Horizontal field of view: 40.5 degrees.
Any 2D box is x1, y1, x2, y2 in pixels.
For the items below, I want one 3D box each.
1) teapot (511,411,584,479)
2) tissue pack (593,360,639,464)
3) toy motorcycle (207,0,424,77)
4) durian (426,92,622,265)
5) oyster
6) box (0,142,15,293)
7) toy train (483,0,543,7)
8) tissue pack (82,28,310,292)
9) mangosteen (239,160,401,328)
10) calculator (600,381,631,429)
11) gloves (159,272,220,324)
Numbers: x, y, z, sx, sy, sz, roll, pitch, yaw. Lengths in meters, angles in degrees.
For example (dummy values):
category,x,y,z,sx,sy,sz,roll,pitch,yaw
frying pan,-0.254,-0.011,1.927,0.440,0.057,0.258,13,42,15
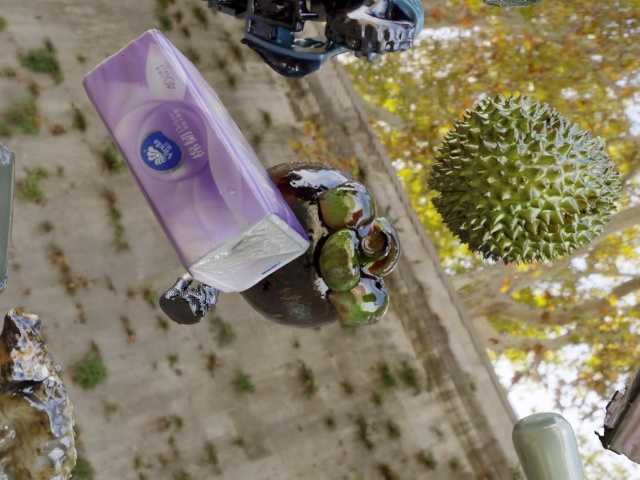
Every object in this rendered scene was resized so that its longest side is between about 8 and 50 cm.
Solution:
category,x,y,z,sx,sy,sz,roll,pitch,yaw
teapot,0.254,0.327,0.754,0.219,0.149,0.318,10,-74,10
tissue pack,0.509,0.114,1.145,0.122,0.361,0.259,30,-52,19
toy motorcycle,-0.014,-0.357,1.321,0.416,0.232,0.172,22,-60,29
durian,0.200,-0.049,0.830,0.159,0.198,0.146,-67,-152,7
oyster,-0.353,0.244,1.030,0.078,0.128,0.345,33,-58,54
box,-0.521,-0.027,1.136,0.220,0.166,0.291,-27,-127,26
toy train,0.278,-0.510,1.321,0.178,0.138,0.330,115,-37,-56
tissue pack,-0.180,-0.107,1.254,0.338,0.160,0.242,57,2,18
mangosteen,-0.017,0.006,1.463,0.311,0.311,0.311,22,-62,49
calculator,0.486,0.263,1.251,0.100,0.032,0.175,-53,-150,-7
gloves,-0.249,0.096,1.839,0.106,0.181,0.129,43,-40,2
